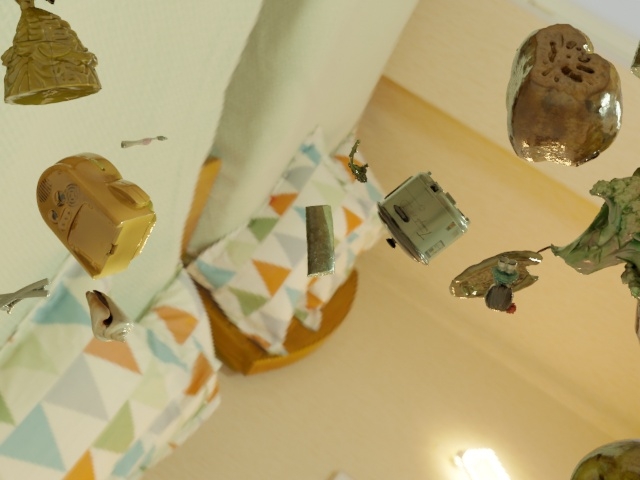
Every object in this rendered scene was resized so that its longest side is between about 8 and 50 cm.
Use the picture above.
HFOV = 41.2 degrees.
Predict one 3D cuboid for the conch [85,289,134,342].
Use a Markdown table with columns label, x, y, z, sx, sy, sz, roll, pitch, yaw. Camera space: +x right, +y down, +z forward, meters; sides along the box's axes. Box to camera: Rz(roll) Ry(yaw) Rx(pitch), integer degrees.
| label | x | y | z | sx | sy | sz | roll | pitch | yaw |
| --- | --- | --- | --- | --- | --- | --- | --- | --- | --- |
| conch | -0.516 | 0.177 | 2.067 | 0.104 | 0.176 | 0.094 | 7 | 142 | -47 |

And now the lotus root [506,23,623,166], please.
| label | x | y | z | sx | sy | sz | roll | pitch | yaw |
| --- | --- | --- | --- | --- | --- | --- | --- | --- | --- |
| lotus root | 0.379 | -0.208 | 1.323 | 0.193 | 0.193 | 0.291 | -54 | 161 | -9 |

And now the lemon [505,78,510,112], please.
| label | x | y | z | sx | sy | sz | roll | pitch | yaw |
| --- | --- | --- | --- | --- | --- | --- | --- | --- | --- |
| lemon | 0.468 | -0.301 | 1.712 | 0.184 | 0.184 | 0.248 | -51 | 169 | -22 |

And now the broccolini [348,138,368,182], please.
| label | x | y | z | sx | sy | sz | roll | pitch | yaw |
| --- | --- | --- | --- | --- | --- | --- | --- | --- | --- |
| broccolini | 0.095 | -0.214 | 2.289 | 0.194 | 0.052 | 0.054 | 67 | 26 | -64 |

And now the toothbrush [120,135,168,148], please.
| label | x | y | z | sx | sy | sz | roll | pitch | yaw |
| --- | --- | --- | --- | --- | --- | --- | --- | --- | --- |
| toothbrush | -0.387 | -0.216 | 1.859 | 0.204 | 0.022 | 0.017 | -33 | 130 | -71 |

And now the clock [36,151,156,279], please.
| label | x | y | z | sx | sy | sz | roll | pitch | yaw |
| --- | --- | --- | --- | --- | --- | --- | --- | --- | --- |
| clock | -0.603 | -0.086 | 2.240 | 0.244 | 0.317 | 0.200 | -56 | 167 | 27 |

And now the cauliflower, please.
| label | x | y | z | sx | sy | sz | roll | pitch | yaw |
| --- | --- | --- | --- | --- | --- | --- | --- | --- | --- |
| cauliflower | 0.542 | -0.004 | 1.524 | 0.315 | 0.239 | 0.256 | -29 | -179 | 34 |

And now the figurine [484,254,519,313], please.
| label | x | y | z | sx | sy | sz | roll | pitch | yaw |
| --- | --- | --- | --- | --- | --- | --- | --- | --- | --- |
| figurine | 0.325 | 0.080 | 1.502 | 0.047 | 0.060 | 0.106 | -73 | 171 | -62 |

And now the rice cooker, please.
| label | x | y | z | sx | sy | sz | roll | pitch | yaw |
| --- | --- | --- | --- | --- | --- | --- | --- | --- | --- |
| rice cooker | 0.287 | -0.059 | 2.478 | 0.227 | 0.241 | 0.280 | -39 | 155 | 7 |

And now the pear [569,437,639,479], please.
| label | x | y | z | sx | sy | sz | roll | pitch | yaw |
| --- | --- | --- | --- | --- | --- | --- | --- | --- | --- |
| pear | 0.686 | 0.567 | 1.872 | 0.283 | 0.283 | 0.283 | -52 | 168 | -17 |

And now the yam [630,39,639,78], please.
| label | x | y | z | sx | sy | sz | roll | pitch | yaw |
| --- | --- | --- | --- | --- | --- | --- | --- | --- | --- |
| yam | 0.634 | -0.372 | 1.588 | 0.078 | 0.078 | 0.179 | 87 | 25 | -71 |

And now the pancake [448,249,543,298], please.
| label | x | y | z | sx | sy | sz | roll | pitch | yaw |
| --- | --- | --- | --- | --- | --- | --- | --- | --- | --- |
| pancake | 0.385 | 0.080 | 1.871 | 0.212 | 0.029 | 0.235 | -16 | 154 | 8 |

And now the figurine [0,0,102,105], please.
| label | x | y | z | sx | sy | sz | roll | pitch | yaw |
| --- | --- | --- | --- | --- | --- | --- | --- | --- | --- |
| figurine | -0.472 | -0.396 | 1.416 | 0.187 | 0.168 | 0.315 | -77 | 157 | -86 |

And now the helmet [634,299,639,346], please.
| label | x | y | z | sx | sy | sz | roll | pitch | yaw |
| --- | --- | --- | --- | --- | --- | --- | --- | --- | --- |
| helmet | 0.711 | 0.186 | 1.508 | 0.271 | 0.338 | 0.197 | -28 | 134 | -24 |

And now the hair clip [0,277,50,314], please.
| label | x | y | z | sx | sy | sz | roll | pitch | yaw |
| --- | --- | --- | --- | --- | --- | --- | --- | --- | --- |
| hair clip | -0.446 | 0.085 | 1.275 | 0.115 | 0.030 | 0.039 | -17 | 163 | 24 |

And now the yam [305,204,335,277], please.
| label | x | y | z | sx | sy | sz | roll | pitch | yaw |
| --- | --- | --- | --- | --- | --- | --- | --- | --- | --- |
| yam | 0.000 | 0.000 | 1.971 | 0.068 | 0.068 | 0.169 | 28 | 61 | -78 |
